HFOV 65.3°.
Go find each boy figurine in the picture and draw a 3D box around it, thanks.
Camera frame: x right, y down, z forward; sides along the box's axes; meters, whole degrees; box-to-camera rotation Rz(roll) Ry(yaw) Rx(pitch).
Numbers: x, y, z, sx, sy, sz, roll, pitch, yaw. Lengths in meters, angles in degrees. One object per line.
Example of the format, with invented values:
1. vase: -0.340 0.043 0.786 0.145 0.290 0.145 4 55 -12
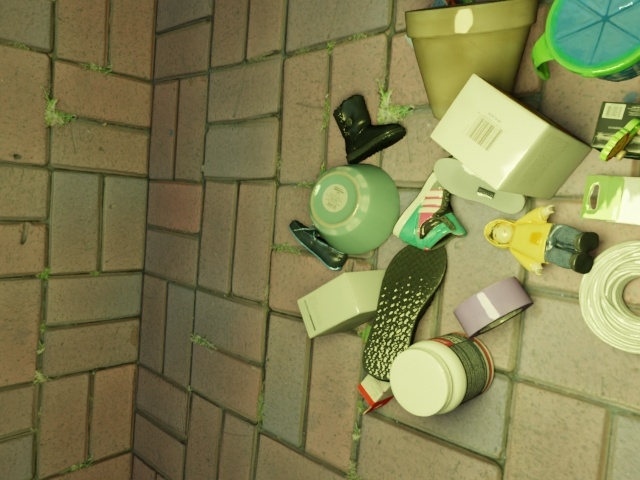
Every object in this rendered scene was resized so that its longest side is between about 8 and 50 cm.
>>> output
1. boy figurine: 0.542 -0.008 1.256 0.285 0.092 0.177 25 106 55

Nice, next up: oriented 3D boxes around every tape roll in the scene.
1. tape roll: 0.450 0.177 1.309 0.189 0.189 0.080 -44 62 33

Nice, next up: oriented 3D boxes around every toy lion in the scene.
1. toy lion: 0.610 -0.204 1.013 0.034 0.096 0.100 46 118 30

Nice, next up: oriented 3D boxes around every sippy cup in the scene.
1. sippy cup: 0.653 -0.460 1.108 0.305 0.224 0.240 27 107 38

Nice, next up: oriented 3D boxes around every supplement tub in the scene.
1. supplement tub: 0.332 0.358 1.357 0.191 0.272 0.191 -1 89 41

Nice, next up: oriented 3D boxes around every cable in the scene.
1. cable: 0.729 0.127 1.129 0.257 0.089 0.257 -14 81 42

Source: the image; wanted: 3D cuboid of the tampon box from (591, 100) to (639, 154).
1. tampon box: 0.694 -0.239 1.112 0.120 0.161 0.102 19 102 39

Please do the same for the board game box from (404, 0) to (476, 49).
1. board game box: 0.369 -0.634 1.486 0.211 0.039 0.160 -44 63 34

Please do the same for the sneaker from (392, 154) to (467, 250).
1. sneaker: 0.360 -0.088 1.440 0.178 0.123 0.296 40 104 23

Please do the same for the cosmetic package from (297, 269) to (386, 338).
1. cosmetic package: 0.090 0.200 1.606 0.224 0.224 0.138 -32 69 37

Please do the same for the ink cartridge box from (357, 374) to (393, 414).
1. ink cartridge box: 0.209 0.433 1.559 0.078 0.134 0.231 50 120 29

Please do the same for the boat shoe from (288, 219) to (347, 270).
1. boat shoe: 0.000 0.000 1.788 0.258 0.109 0.089 39 109 17

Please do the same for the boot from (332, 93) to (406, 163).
1. boot: 0.150 -0.390 1.641 0.246 0.094 0.207 -24 78 46

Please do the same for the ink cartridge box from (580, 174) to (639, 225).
1. ink cartridge box: 0.726 -0.089 1.149 0.209 0.062 0.109 11 97 41

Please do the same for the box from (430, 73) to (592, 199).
1. box: 0.463 -0.234 1.194 0.215 0.345 0.168 49 120 30

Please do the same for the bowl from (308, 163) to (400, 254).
1. bowl: 0.083 -0.116 1.614 0.311 0.163 0.312 -5 81 30

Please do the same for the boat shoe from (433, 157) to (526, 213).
1. boat shoe: 0.433 -0.153 1.360 0.258 0.084 0.095 33 123 16

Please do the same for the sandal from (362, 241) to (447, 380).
1. sandal: 0.247 0.201 1.496 0.167 0.107 0.446 20 78 25

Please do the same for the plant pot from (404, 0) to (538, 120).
1. plant pot: 0.391 -0.469 1.306 0.323 0.323 0.281 14 123 41

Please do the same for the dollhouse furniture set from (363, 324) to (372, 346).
1. dollhouse furniture set: 0.190 0.331 1.628 0.151 0.058 0.076 12 97 41
